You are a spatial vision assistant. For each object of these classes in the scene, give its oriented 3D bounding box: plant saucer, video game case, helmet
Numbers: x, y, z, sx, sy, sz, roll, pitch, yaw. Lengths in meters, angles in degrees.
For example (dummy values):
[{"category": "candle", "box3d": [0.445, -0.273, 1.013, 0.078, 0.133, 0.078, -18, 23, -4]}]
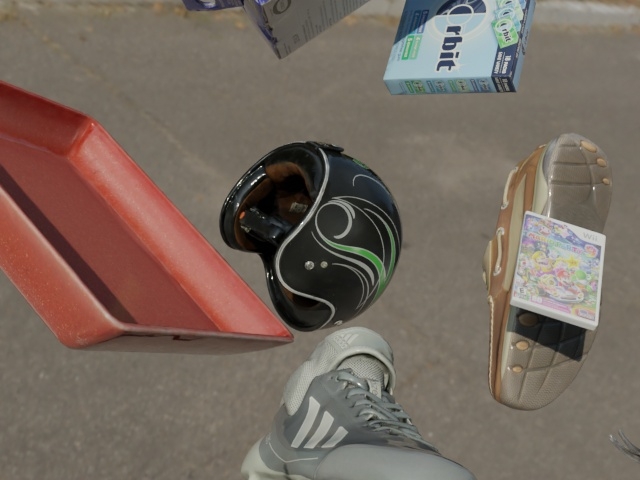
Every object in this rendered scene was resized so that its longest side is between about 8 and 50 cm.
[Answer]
[{"category": "plant saucer", "box3d": [-0.159, -0.012, 0.759, 0.258, 0.048, 0.259, 46, 11, 19]}, {"category": "video game case", "box3d": [0.238, 0.028, 1.131, 0.087, 0.011, 0.122, 17, 49, 0]}, {"category": "helmet", "box3d": [0.000, 0.000, 1.104, 0.161, 0.169, 0.169, 41, 11, -40]}]

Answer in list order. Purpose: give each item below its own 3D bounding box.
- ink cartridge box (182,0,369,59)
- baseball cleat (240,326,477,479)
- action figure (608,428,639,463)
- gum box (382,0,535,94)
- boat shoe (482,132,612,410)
[{"category": "ink cartridge box", "box3d": [0.007, -0.389, 1.448, 0.151, 0.395, 0.270, 54, -1, 6]}, {"category": "baseball cleat", "box3d": [0.018, 0.090, 0.563, 0.072, 0.109, 0.206, 29, -20, -22]}, {"category": "action figure", "box3d": [0.439, 0.236, 1.145, 0.275, 0.141, 0.164, -8, -13, 26]}, {"category": "gum box", "box3d": [0.194, -0.277, 1.581, 0.184, 0.041, 0.157, 2, 60, 27]}, {"category": "boat shoe", "box3d": [0.247, 0.038, 1.297, 0.123, 0.324, 0.116, 26, -19, -26]}]
